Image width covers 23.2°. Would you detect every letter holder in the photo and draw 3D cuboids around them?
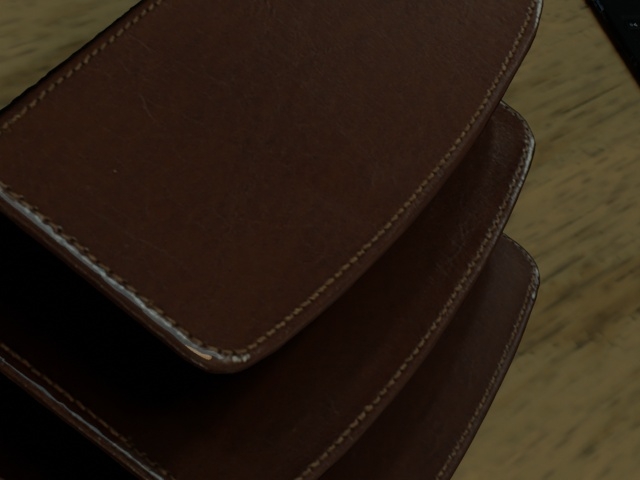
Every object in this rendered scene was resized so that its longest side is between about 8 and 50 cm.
[{"bbox_3d":[0.000,0.000,0.650,0.214,0.152,0.302,37,44,3],"label":"letter holder"}]

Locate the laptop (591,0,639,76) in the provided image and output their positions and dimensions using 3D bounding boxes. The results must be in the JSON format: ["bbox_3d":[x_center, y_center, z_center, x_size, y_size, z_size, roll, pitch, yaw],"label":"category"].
[{"bbox_3d":[0.325,-0.127,0.961,0.234,0.136,0.264,-5,57,-34],"label":"laptop"}]
